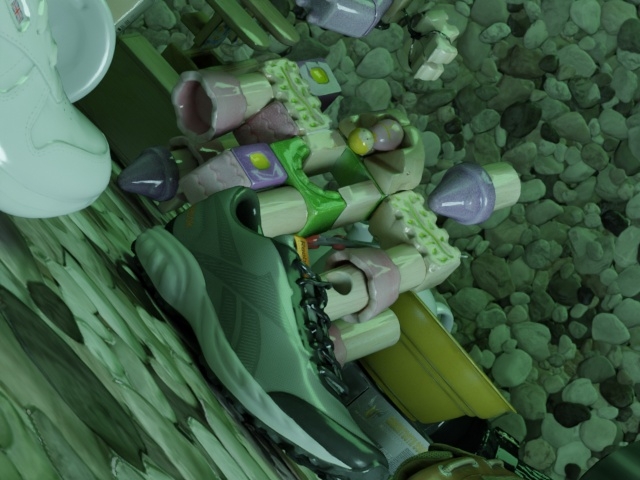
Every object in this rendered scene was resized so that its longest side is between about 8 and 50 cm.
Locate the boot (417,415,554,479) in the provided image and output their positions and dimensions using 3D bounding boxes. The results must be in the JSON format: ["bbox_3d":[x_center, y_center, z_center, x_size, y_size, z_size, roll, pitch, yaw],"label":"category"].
[{"bbox_3d":[0.211,0.297,1.882,0.260,0.131,0.348,49,1,4],"label":"boot"}]

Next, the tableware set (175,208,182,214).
[{"bbox_3d":[-0.096,0.018,1.603,0.128,0.039,0.194,48,1,-43],"label":"tableware set"}]

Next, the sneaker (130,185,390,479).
[{"bbox_3d":[-0.031,0.060,0.961,0.271,0.108,0.100,52,0,34],"label":"sneaker"}]

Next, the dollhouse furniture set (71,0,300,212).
[{"bbox_3d":[-0.134,-0.145,1.546,0.161,0.212,0.242,48,27,8],"label":"dollhouse furniture set"}]

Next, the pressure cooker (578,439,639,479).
[{"bbox_3d":[0.472,0.423,1.654,0.370,0.375,0.420,52,0,-1],"label":"pressure cooker"}]

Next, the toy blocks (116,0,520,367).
[{"bbox_3d":[-0.032,-0.050,1.215,0.260,0.309,0.288,-15,65,-41],"label":"toy blocks"}]

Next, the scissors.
[{"bbox_3d":[0.000,0.000,1.465,0.297,0.021,0.109,5,-14,16],"label":"scissors"}]

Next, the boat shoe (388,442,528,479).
[{"bbox_3d":[0.115,0.217,1.134,0.120,0.122,0.324,46,0,10],"label":"boat shoe"}]

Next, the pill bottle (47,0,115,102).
[{"bbox_3d":[-0.225,-0.174,1.117,0.112,0.112,0.186,49,1,-20],"label":"pill bottle"}]

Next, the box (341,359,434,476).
[{"bbox_3d":[0.039,0.165,1.504,0.183,0.056,0.231,49,1,44],"label":"box"}]

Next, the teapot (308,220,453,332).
[{"bbox_3d":[0.068,0.091,1.828,0.252,0.187,0.256,50,0,-7],"label":"teapot"}]

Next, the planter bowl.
[{"bbox_3d":[0.097,0.121,1.436,0.217,0.090,0.217,50,1,-2],"label":"planter bowl"}]

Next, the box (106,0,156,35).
[{"bbox_3d":[-0.304,-0.294,1.272,0.311,0.148,0.121,48,2,-7],"label":"box"}]

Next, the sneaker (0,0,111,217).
[{"bbox_3d":[-0.161,-0.116,0.629,0.114,0.152,0.305,47,-2,37],"label":"sneaker"}]
